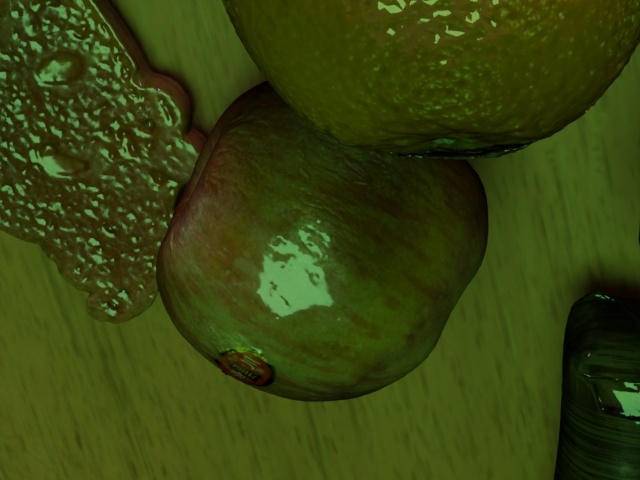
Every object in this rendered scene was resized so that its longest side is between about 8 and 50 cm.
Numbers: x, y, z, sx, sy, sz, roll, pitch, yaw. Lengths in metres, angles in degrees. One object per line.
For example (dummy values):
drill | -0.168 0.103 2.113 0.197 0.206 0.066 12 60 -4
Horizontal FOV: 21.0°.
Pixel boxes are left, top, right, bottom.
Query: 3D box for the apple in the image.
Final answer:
apple | 0.000 0.000 1.099 0.188 0.211 0.211 29 118 -6

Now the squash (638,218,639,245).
squash | 0.314 0.013 1.029 0.252 0.252 0.165 25 111 -3

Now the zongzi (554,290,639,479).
zongzi | 0.279 0.159 1.197 0.241 0.111 0.248 3 123 1

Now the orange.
orange | 0.066 -0.179 0.960 0.274 0.274 0.274 4 117 8

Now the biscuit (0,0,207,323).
biscuit | -0.166 -0.071 1.187 0.183 0.043 0.280 -8 111 9
